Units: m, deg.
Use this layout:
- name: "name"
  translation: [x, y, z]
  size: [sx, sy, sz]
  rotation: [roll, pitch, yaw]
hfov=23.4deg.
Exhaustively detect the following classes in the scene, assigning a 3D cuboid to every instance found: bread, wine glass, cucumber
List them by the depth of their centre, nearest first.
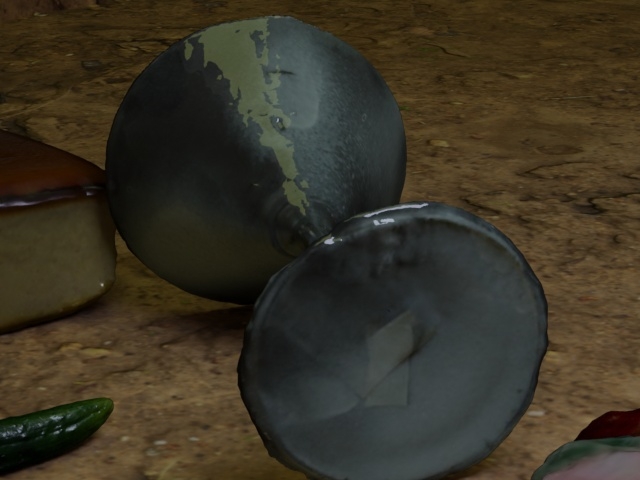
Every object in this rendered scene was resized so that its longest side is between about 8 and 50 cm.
- name: "cucumber"
  translation: [-0.218, 0.140, 1.065]
  size: [0.168, 0.039, 0.039]
  rotation: [-11, 19, -30]
- name: "wine glass"
  translation: [0.000, 0.000, 1.148]
  size: [0.267, 0.267, 0.406]
  rotation: [-8, 22, -14]
- name: "bread"
  translation: [-0.386, -0.008, 1.393]
  size: [0.324, 0.143, 0.333]
  rotation: [-14, 20, -34]

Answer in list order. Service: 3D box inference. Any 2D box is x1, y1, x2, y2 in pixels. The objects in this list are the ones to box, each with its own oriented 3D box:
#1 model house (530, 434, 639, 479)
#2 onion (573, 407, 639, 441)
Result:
- name: "model house"
  translation: [0.072, 0.210, 0.464]
  size: [0.237, 0.237, 0.202]
  rotation: [-14, 26, -34]
- name: "onion"
  translation: [0.218, 0.135, 0.714]
  size: [0.252, 0.219, 0.252]
  rotation: [-11, 21, 4]
